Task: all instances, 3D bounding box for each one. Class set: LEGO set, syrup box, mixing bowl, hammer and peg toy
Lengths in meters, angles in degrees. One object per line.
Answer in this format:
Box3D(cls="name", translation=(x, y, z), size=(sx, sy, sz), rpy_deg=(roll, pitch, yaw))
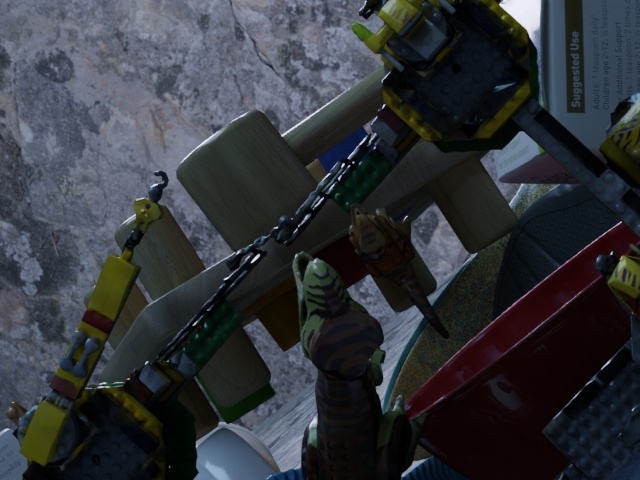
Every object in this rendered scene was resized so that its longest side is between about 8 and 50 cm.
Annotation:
Box3D(cls="LEGO set", translation=(0.027, 0.056, 0.742), size=(0.331, 0.255, 0.192), rpy_deg=(-40, -8, 6))
Box3D(cls="syrup box", translation=(0.207, -0.076, 0.943), size=(0.237, 0.096, 0.093), rpy_deg=(0, -8, -10))
Box3D(cls="mixing bowl", translation=(0.132, 0.066, 0.918), size=(0.181, 0.098, 0.181), rpy_deg=(-39, -1, -1))
Box3D(cls="hammer and peg toy", translation=(0.000, 0.000, 1.203), size=(0.266, 0.127, 0.361), rpy_deg=(-31, -5, -19))

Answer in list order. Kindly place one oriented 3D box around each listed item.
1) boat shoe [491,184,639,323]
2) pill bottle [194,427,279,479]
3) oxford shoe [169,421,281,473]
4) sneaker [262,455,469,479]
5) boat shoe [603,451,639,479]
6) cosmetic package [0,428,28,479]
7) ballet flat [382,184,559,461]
Box3D(cls="boat shoe", translation=(0.199, -0.014, 1.131), size=(0.103, 0.118, 0.320), rpy_deg=(-5, -44, -33))
Box3D(cls="pill bottle", translation=(-0.118, 0.242, 1.184), size=(0.265, 0.153, 0.153), rpy_deg=(-40, 0, -11))
Box3D(cls="oxford shoe", translation=(-0.196, 0.316, 1.672), size=(0.449, 0.169, 0.130), rpy_deg=(-39, 20, -21))
Box3D(cls="sneaker", translation=(0.009, 0.164, 0.953), size=(0.092, 0.087, 0.229), rpy_deg=(-43, -23, 22))
Box3D(cls="boat shoe", translation=(0.124, 0.081, 0.538), size=(0.079, 0.095, 0.254), rpy_deg=(-52, -14, 24))
Box3D(cls="cosmetic package", translation=(-0.206, 0.265, 1.468), size=(0.117, 0.231, 0.085), rpy_deg=(-39, 0, -23))
Box3D(cls="ballet flat", translation=(0.163, 0.025, 1.352), size=(0.348, 0.123, 0.123), rpy_deg=(-59, -3, 9))
